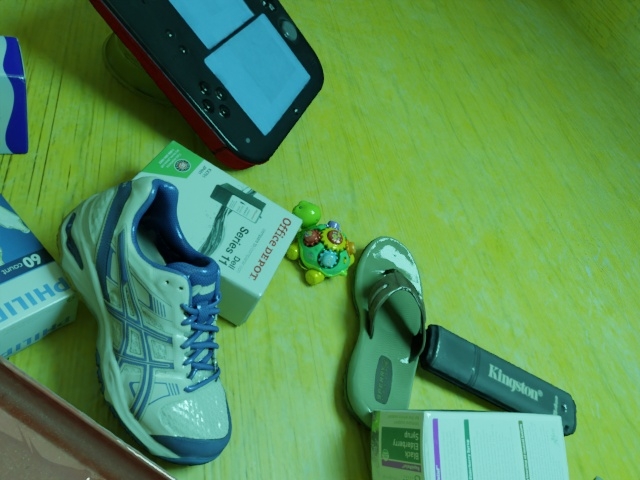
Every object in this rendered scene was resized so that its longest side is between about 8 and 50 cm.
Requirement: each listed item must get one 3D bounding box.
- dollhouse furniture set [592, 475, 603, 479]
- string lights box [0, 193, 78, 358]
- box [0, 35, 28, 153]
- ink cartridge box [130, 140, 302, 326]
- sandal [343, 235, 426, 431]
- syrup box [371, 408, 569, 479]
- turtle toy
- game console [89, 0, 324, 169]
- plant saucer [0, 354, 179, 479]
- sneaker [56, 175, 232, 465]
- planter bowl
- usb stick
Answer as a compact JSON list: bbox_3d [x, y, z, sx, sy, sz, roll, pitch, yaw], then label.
[{"bbox_3d":[0.398,0.430,0.588,0.184,0.129,0.129,28,41,26],"label":"dollhouse furniture set"},{"bbox_3d":[-0.381,0.004,0.476,0.259,0.077,0.133,46,45,9],"label":"string lights box"},{"bbox_3d":[-0.424,-0.169,0.553,0.137,0.126,0.072,-9,59,-34],"label":"box"},{"bbox_3d":[-0.147,-0.010,0.617,0.208,0.087,0.153,31,47,-6],"label":"ink cartridge box"},{"bbox_3d":[0.107,0.115,0.669,0.120,0.086,0.302,22,47,-14],"label":"sandal"},{"bbox_3d":[0.182,0.254,0.570,0.237,0.093,0.096,14,67,-28],"label":"syrup box"},{"bbox_3d":[0.000,0.000,0.710,0.095,0.066,0.130,-27,72,-41],"label":"turtle toy"},{"bbox_3d":[-0.148,-0.333,0.791,0.342,0.060,0.386,54,39,-25],"label":"game console"},{"bbox_3d":[-0.250,0.251,0.344,0.258,0.048,0.259,41,39,-10],"label":"plant saucer"},{"bbox_3d":[-0.150,0.079,0.469,0.296,0.131,0.112,64,22,-1],"label":"sneaker"},{"bbox_3d":[-0.251,-0.333,0.809,0.217,0.090,0.217,16,49,-19],"label":"planter bowl"},{"bbox_3d":[0.268,0.211,0.711,0.278,0.045,0.077,29,49,-11],"label":"usb stick"}]
